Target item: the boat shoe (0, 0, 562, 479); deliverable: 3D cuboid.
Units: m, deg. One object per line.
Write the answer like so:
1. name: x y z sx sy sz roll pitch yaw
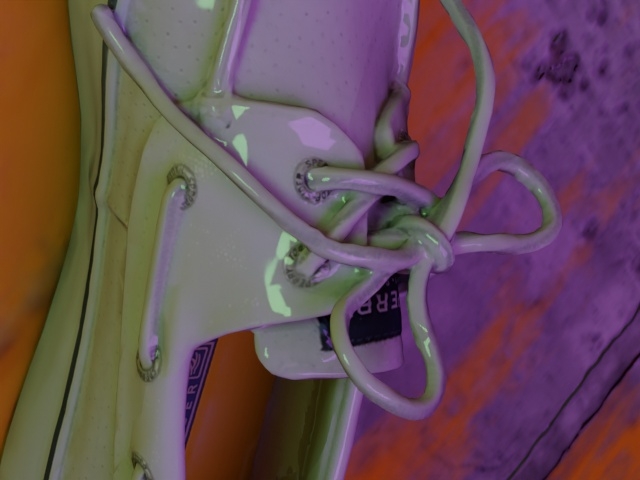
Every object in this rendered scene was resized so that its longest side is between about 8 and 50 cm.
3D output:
1. boat shoe: -0.007 0.002 0.523 0.136 0.156 0.367 -3 117 -44
